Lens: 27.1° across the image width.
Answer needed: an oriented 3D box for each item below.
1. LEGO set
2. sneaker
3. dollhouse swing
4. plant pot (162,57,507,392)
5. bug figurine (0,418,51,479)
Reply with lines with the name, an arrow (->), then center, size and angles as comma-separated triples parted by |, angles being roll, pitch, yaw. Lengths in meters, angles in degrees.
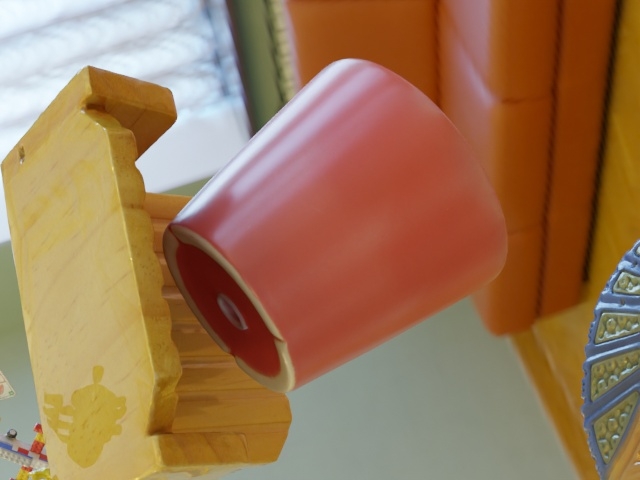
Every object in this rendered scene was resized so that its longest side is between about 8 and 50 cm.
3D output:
LEGO set -> -0.411, 0.248, 1.633 | 0.060, 0.244, 0.182 | -85, -26, -56
sneaker -> 0.234, 0.136, 0.758 | 0.112, 0.131, 0.296 | -25, 62, 56
dollhouse swing -> -0.108, 0.056, 1.258 | 0.315, 0.305, 0.347 | -33, 64, 52
plant pot -> 0.000, 0.000, 1.283 | 0.275, 0.243, 0.275 | 43, 157, 23
bug figurine -> -0.279, 0.208, 1.306 | 0.072, 0.279, 0.216 | 26, 121, 37
